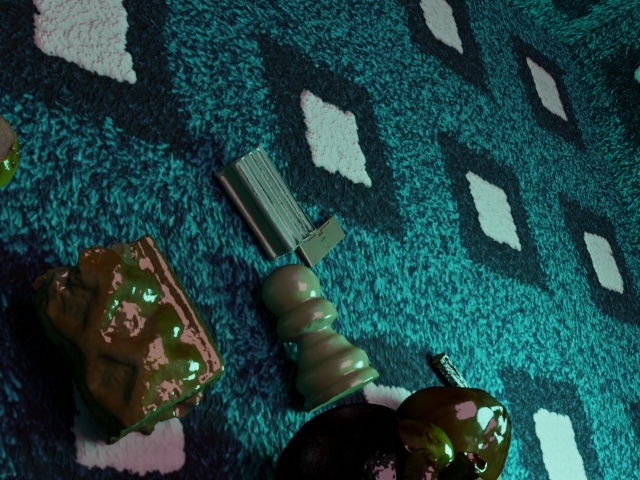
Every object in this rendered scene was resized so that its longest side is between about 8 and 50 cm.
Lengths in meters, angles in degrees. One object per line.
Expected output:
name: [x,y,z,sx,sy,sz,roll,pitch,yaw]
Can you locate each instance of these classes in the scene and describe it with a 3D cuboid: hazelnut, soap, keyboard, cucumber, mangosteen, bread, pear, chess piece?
hazelnut: [0.256,0.368,1.821,0.251,0.217,0.217,37,40,-33]
soap: [-0.102,-0.070,1.790,0.198,0.063,0.114,58,32,-6]
keyboard: [0.000,0.000,1.919,0.055,0.017,0.166,61,33,-9]
cucumber: [0.295,0.310,2.071,0.163,0.043,0.039,55,-8,-14]
mangosteen: [0.080,0.405,1.468,0.313,0.297,0.297,30,12,39]
bread: [-0.262,0.134,1.320,0.196,0.238,0.252,-26,82,-16]
pear: [-0.477,-0.112,1.287,0.141,0.104,0.141,18,42,-17]
chess piece: [-0.017,0.157,1.684,0.144,0.144,0.251,-11,70,-55]

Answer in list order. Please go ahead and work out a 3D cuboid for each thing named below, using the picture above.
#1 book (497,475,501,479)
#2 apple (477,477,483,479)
book: [0.331,0.531,1.967,0.162,0.022,0.232,28,45,-43]
apple: [0.200,0.481,1.668,0.209,0.209,0.164,50,47,-17]
